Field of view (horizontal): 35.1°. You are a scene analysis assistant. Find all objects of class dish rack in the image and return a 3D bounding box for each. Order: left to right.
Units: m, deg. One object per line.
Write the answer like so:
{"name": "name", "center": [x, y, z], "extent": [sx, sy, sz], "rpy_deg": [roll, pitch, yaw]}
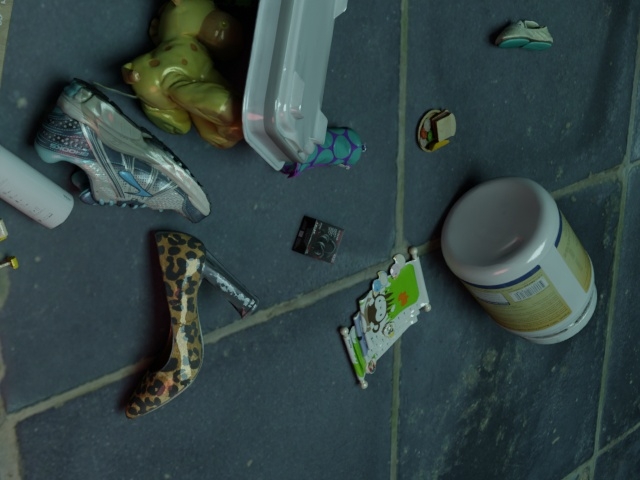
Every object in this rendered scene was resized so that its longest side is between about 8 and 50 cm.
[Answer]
{"name": "dish rack", "center": [-0.025, -0.271, 1.374], "extent": [0.285, 0.073, 0.332], "rpy_deg": [41, 58, -79]}

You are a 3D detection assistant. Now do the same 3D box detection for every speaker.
{"name": "speaker", "center": [-0.369, -0.069, 1.242], "extent": [0.136, 0.055, 0.055], "rpy_deg": [41, 75, -46]}

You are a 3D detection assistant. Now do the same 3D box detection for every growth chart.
{"name": "growth chart", "center": [0.121, 0.135, 1.858], "extent": [0.237, 0.021, 0.172], "rpy_deg": [-46, 132, -25]}

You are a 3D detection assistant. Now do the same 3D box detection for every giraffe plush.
{"name": "giraffe plush", "center": [-0.168, -0.241, 1.334], "extent": [0.210, 0.181, 0.170], "rpy_deg": [22, 76, -14]}

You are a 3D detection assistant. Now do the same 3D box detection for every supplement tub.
{"name": "supplement tub", "center": [0.391, 0.047, 1.949], "extent": [0.228, 0.228, 0.316], "rpy_deg": [-57, 137, -13]}

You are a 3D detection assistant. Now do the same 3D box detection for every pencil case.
{"name": "pencil case", "center": [-0.002, -0.140, 1.589], "extent": [0.152, 0.065, 0.070], "rpy_deg": [-12, 89, -42]}

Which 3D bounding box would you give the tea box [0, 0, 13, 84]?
{"name": "tea box", "center": [-0.491, -0.190, 0.865], "extent": [0.324, 0.329, 0.219], "rpy_deg": [2, 103, -48]}

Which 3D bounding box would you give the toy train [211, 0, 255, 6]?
{"name": "toy train", "center": [-0.125, -0.336, 1.416], "extent": [0.083, 0.024, 0.017], "rpy_deg": [-8, 111, -44]}

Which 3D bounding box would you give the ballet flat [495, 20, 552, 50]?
{"name": "ballet flat", "center": [0.378, -0.388, 1.909], "extent": [0.168, 0.057, 0.052], "rpy_deg": [-6, 82, -48]}

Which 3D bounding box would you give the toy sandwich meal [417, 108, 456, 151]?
{"name": "toy sandwich meal", "center": [0.208, -0.195, 1.811], "extent": [0.086, 0.029, 0.085], "rpy_deg": [-19, 118, -41]}

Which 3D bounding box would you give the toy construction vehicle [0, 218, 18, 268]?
{"name": "toy construction vehicle", "center": [-0.426, 0.019, 1.240], "extent": [0.098, 0.035, 0.085], "rpy_deg": [-35, 117, -36]}

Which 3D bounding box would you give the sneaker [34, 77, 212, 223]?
{"name": "sneaker", "center": [-0.260, -0.093, 1.333], "extent": [0.122, 0.110, 0.283], "rpy_deg": [-47, 133, 2]}

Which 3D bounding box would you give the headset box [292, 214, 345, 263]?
{"name": "headset box", "center": [0.000, 0.000, 1.670], "extent": [0.083, 0.032, 0.062], "rpy_deg": [20, 90, -46]}

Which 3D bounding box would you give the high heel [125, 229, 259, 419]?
{"name": "high heel", "center": [-0.237, 0.118, 1.458], "extent": [0.261, 0.093, 0.186], "rpy_deg": [-48, 112, -5]}
